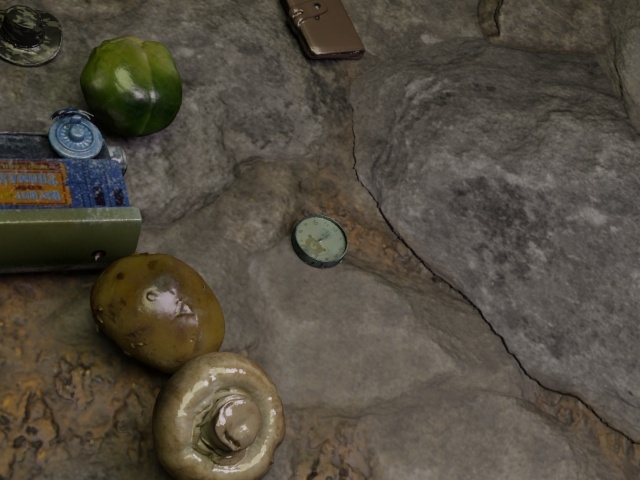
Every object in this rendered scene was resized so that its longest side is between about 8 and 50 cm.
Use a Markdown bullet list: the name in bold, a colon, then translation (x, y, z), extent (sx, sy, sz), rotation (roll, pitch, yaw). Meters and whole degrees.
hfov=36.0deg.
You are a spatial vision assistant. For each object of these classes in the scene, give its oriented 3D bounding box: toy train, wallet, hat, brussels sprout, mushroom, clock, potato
- **toy train**: translation (-0.377, -0.056, 1.221), extent (0.300, 0.131, 0.202), rotation (-3, 58, -29)
- **wallet**: translation (0.002, -0.366, 1.641), extent (0.118, 0.039, 0.152), rotation (-11, 65, -29)
- **hat**: translation (-0.433, -0.310, 1.424), extent (0.121, 0.050, 0.121), rotation (8, 57, -13)
- **brussels sprout**: translation (-0.270, -0.215, 1.388), extent (0.155, 0.117, 0.155), rotation (22, 33, -15)
- **mushroom**: translation (-0.115, 0.215, 1.156), extent (0.166, 0.127, 0.166), rotation (1, 88, -34)
- **clock**: translation (0.000, 0.000, 1.417), extent (0.085, 0.017, 0.085), rotation (10, 56, -15)
- **potato**: translation (-0.197, 0.089, 1.215), extent (0.176, 0.137, 0.137), rotation (25, 53, -12)
